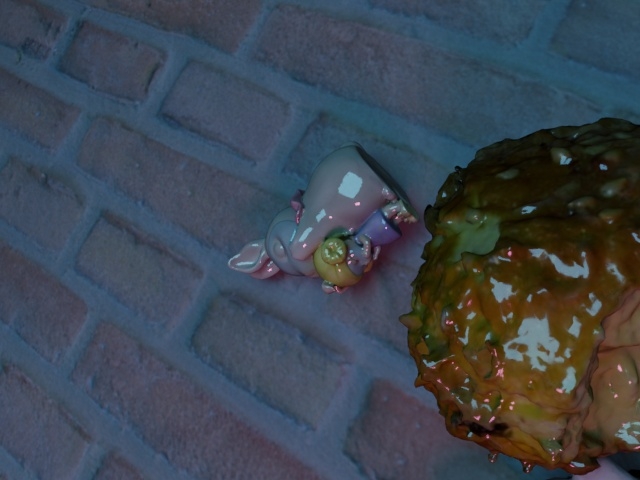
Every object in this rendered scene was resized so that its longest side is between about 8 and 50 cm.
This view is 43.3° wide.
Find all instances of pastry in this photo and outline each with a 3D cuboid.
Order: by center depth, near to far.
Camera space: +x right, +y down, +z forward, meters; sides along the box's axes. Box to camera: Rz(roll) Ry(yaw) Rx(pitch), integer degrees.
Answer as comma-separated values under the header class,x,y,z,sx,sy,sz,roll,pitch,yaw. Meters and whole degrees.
class,x,y,z,sx,sy,sz,roll,pitch,yaw
pastry,0.256,0.034,0.763,0.405,0.292,0.337,-23,33,-5

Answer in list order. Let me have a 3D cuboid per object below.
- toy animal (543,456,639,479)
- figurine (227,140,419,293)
class,x,y,z,sx,sy,sz,roll,pitch,yaw
toy animal,0.262,0.311,0.754,0.325,0.154,0.208,-35,79,38
figurine,0.000,0.000,1.032,0.235,0.127,0.155,-45,67,15
